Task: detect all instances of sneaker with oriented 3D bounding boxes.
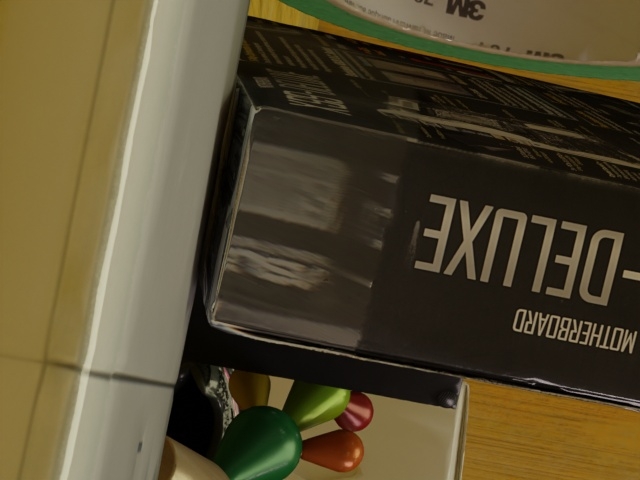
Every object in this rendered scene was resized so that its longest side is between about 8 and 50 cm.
[{"bbox_3d":[-0.077,0.132,0.962,0.077,0.072,0.178,-40,134,-71],"label":"sneaker"}]

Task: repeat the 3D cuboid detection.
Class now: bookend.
[{"bbox_3d":[0.000,0.000,0.870,0.156,0.157,0.072,-77,178,-61],"label":"bookend"}]

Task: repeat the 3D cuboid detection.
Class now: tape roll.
[{"bbox_3d":[0.114,-0.163,0.976,0.321,0.321,0.077,94,6,-85],"label":"tape roll"}]

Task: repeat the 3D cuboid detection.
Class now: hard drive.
[{"bbox_3d":[-0.040,-0.106,0.478,0.233,0.047,0.353,98,2,-84],"label":"hard drive"}]

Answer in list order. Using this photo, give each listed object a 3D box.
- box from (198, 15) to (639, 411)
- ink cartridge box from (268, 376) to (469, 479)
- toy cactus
[{"bbox_3d":[0.070,-0.018,0.693,0.307,0.243,0.076,-119,-138,-74],"label":"box"},{"bbox_3d":[-0.008,0.185,1.298,0.273,0.198,0.114,100,0,-63],"label":"ink cartridge box"},{"bbox_3d":[-0.055,0.133,0.808,0.219,0.112,0.180,-52,147,-15],"label":"toy cactus"}]
